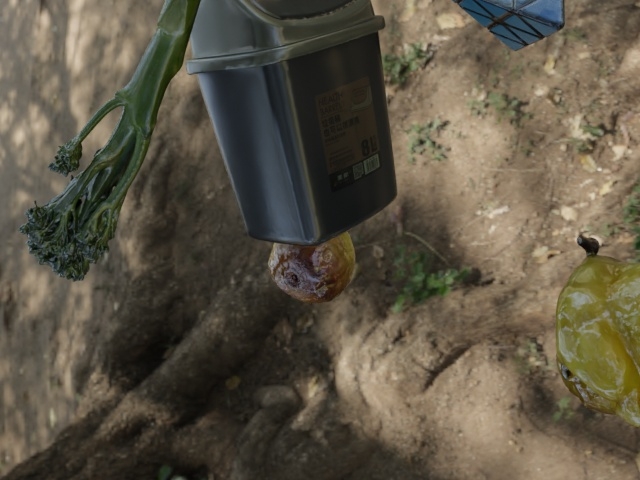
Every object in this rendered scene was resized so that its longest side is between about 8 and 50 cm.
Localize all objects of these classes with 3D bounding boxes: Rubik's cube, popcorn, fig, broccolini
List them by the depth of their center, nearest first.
[{"bbox_3d":[-0.156,-0.142,0.596,0.078,0.074,0.392,38,114,33],"label":"broccolini"},{"bbox_3d":[0.418,0.131,0.811,0.315,0.297,0.281,-4,85,28],"label":"popcorn"},{"bbox_3d":[0.303,-0.356,1.033,0.190,0.211,0.178,-55,37,21],"label":"Rubik's cube"},{"bbox_3d":[0.000,0.000,1.394,0.159,0.159,0.257,-50,10,42],"label":"fig"}]

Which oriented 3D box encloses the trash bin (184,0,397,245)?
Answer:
[{"bbox_3d":[-0.024,-0.157,0.858,0.182,0.209,0.291,7,117,42],"label":"trash bin"}]
